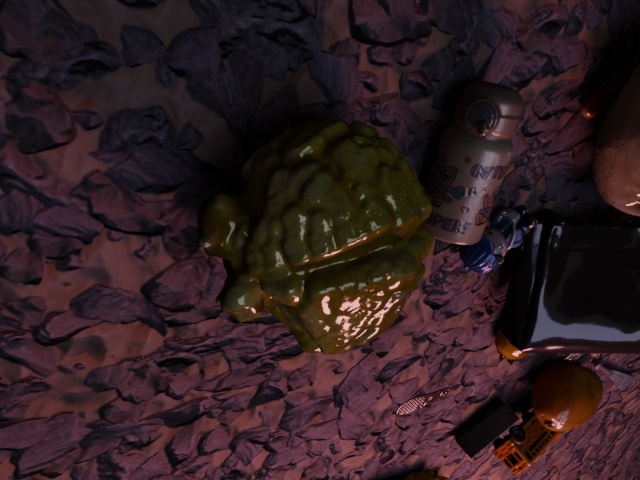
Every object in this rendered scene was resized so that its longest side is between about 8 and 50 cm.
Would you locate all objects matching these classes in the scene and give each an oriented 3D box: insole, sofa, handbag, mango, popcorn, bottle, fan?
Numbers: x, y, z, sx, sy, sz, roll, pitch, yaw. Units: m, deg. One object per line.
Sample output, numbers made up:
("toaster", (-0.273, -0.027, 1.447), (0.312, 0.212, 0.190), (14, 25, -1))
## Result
("insole", (0.212, 0.329, 1.022), (0.135, 0.002, 0.045), (-10, 124, -24))
("sofa", (0.381, 0.434, 1.157), (0.147, 0.060, 0.085), (-40, 155, -1))
("handbag", (0.476, 0.076, 0.889), (0.285, 0.113, 0.257), (2, 102, -1))
("mango", (0.421, 0.172, 1.004), (0.187, 0.066, 0.101), (-41, 132, -10))
("popcorn", (0.000, 0.000, 0.552), (0.258, 0.224, 0.270), (-45, 137, 13))
("mango", (0.582, 0.352, 1.168), (0.253, 0.138, 0.113), (-9, 165, -38))
("bottle", (0.199, -0.103, 0.669), (0.110, 0.097, 0.209), (-38, 145, -56))
("fan", (0.794, 0.369, 1.365), (0.282, 0.023, 0.057), (25, 114, -38))

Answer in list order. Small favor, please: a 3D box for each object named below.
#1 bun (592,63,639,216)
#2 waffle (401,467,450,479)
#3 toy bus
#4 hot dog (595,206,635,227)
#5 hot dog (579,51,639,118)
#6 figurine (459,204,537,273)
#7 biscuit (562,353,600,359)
("bun", (0.589, -0.173, 0.752), (0.326, 0.234, 0.362), (-52, 146, 3))
("waffle", (0.170, 0.640, 1.163), (0.312, 0.060, 0.307), (-32, 132, -7))
("toy bus", (0.495, 0.457, 1.176), (0.194, 0.088, 0.083), (-21, 148, -36))
("hot dog", (0.568, -0.010, 0.965), (0.083, 0.068, 0.289), (33, 101, -33))
("hot dog", (0.462, -0.239, 0.780), (0.137, 0.028, 0.044), (-43, 105, -2))
("figurine", (0.283, -0.003, 0.817), (0.136, 0.077, 0.079), (-30, 166, -29))
("biscuit", (0.614, 0.158, 1.103), (0.108, 0.062, 0.239), (5, 116, -30))
